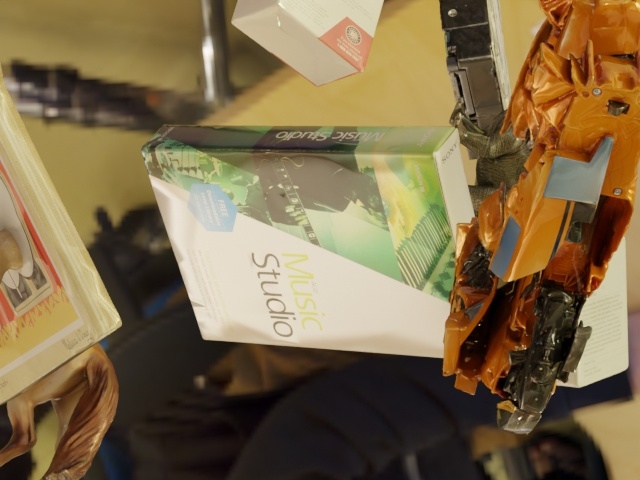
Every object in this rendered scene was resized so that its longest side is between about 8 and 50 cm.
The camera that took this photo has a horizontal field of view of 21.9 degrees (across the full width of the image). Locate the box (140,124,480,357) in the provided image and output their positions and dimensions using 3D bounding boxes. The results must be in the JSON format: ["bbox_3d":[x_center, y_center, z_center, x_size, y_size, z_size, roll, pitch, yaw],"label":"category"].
[{"bbox_3d":[0.000,0.000,1.589,0.322,0.058,0.232,1,124,29],"label":"box"}]

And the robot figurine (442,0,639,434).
[{"bbox_3d":[0.137,-0.022,1.015,0.085,0.211,0.291,13,130,-1],"label":"robot figurine"}]

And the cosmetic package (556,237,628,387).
[{"bbox_3d":[0.307,0.088,2.187,0.151,0.183,0.151,3,-172,36],"label":"cosmetic package"}]

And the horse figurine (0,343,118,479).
[{"bbox_3d":[-0.215,0.097,1.104,0.263,0.174,0.066,14,158,41],"label":"horse figurine"}]

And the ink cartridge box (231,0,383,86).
[{"bbox_3d":[0.003,-0.257,1.517,0.067,0.198,0.115,-13,142,45],"label":"ink cartridge box"}]

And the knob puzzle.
[{"bbox_3d":[-0.146,-0.036,0.573,0.030,0.213,0.213,-27,149,-25],"label":"knob puzzle"}]

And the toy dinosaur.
[{"bbox_3d":[0.203,-0.061,1.804,0.160,0.121,0.313,17,95,-1],"label":"toy dinosaur"}]

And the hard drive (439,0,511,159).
[{"bbox_3d":[0.179,-0.298,1.983,0.064,0.339,0.237,-7,153,9],"label":"hard drive"}]
